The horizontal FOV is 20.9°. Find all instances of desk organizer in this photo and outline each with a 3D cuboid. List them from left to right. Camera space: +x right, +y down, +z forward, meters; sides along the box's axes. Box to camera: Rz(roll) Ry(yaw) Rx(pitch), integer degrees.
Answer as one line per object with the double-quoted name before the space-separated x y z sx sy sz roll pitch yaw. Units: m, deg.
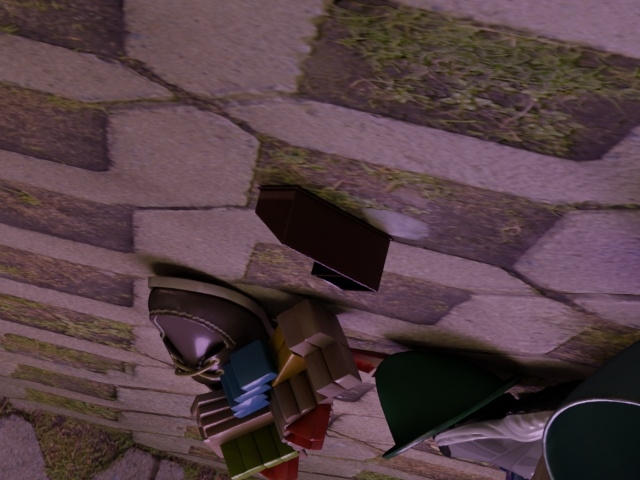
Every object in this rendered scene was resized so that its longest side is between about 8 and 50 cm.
"desk organizer" 0.000 0.000 1.468 0.047 0.050 0.130 1 161 43

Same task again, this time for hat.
"hat" 0.093 0.129 1.947 0.208 0.183 0.173 -31 175 2

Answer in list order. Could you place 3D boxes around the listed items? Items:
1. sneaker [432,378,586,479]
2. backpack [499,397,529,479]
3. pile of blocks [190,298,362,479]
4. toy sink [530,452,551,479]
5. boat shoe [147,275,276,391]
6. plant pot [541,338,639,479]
"sneaker" 0.223 0.230 1.960 0.100 0.108 0.271 -27 -175 -31
"backpack" 0.288 0.285 2.064 0.158 0.173 0.117 20 165 -25
"pile of blocks" -0.053 0.201 1.944 0.149 0.112 0.362 -13 154 -20
"toy sink" 0.294 0.262 1.765 0.131 0.153 0.234 42 131 -5
"boat shoe" -0.119 0.120 1.977 0.117 0.096 0.324 10 166 18
"plant pot" 0.349 0.160 1.367 0.290 0.195 0.290 32 152 19
